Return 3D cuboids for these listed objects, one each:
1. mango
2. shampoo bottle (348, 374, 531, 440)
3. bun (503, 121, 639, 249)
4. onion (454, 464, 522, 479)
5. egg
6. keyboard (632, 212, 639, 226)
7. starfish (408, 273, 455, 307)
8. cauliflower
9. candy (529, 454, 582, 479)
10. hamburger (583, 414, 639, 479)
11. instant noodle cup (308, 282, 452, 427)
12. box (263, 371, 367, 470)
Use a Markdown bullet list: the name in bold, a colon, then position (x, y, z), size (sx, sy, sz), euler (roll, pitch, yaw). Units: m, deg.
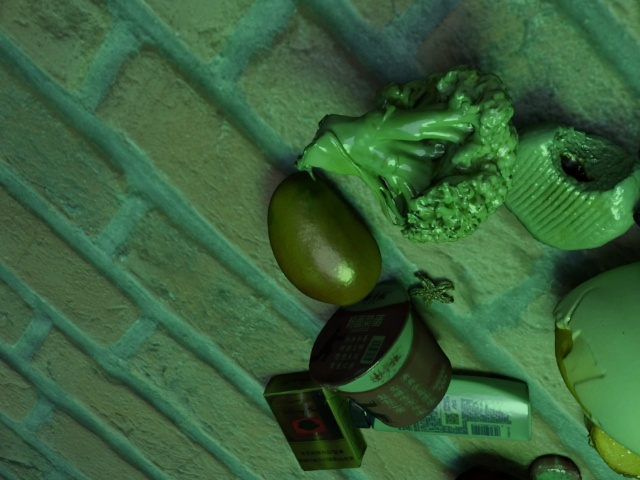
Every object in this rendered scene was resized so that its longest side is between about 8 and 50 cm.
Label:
- **mango**: position (-0.003, 0.006, 1.009), size (0.175, 0.139, 0.255), euler (-38, 93, 18)
- **shampoo bottle**: position (0.237, 0.333, 1.140), size (0.359, 0.078, 0.134), euler (-2, 113, 19)
- **bun**: position (0.378, -0.093, 0.841), size (0.213, 0.126, 0.203), euler (54, 145, -8)
- **onion**: position (0.371, 0.590, 1.140), size (0.252, 0.219, 0.252), euler (32, 153, 19)
- **egg**: position (0.519, 0.187, 0.828), size (0.282, 0.345, 0.283), euler (-12, 130, -15)
- **keyboard**: position (0.531, 0.013, 0.797), size (0.106, 0.262, 0.016), euler (20, 89, 47)
- **starfish**: position (0.206, 0.095, 1.053), size (0.091, 0.028, 0.078), euler (-10, 116, 27)
- **cauliflower**: position (0.145, -0.141, 0.813), size (0.281, 0.261, 0.327), euler (34, 150, -8)
- **candy**: position (0.490, 0.495, 1.167), size (0.103, 0.043, 0.103), euler (8, 121, 13)
- **hamburger**: position (0.577, 0.339, 1.014), size (0.181, 0.118, 0.191), euler (-1, 113, 21)
- **instant noodle cup**: position (0.119, 0.221, 1.043), size (0.234, 0.235, 0.178), euler (-31, 115, 28)
- **box**: position (-0.009, 0.409, 1.263), size (0.159, 0.071, 0.240), euler (-11, 114, 24)
